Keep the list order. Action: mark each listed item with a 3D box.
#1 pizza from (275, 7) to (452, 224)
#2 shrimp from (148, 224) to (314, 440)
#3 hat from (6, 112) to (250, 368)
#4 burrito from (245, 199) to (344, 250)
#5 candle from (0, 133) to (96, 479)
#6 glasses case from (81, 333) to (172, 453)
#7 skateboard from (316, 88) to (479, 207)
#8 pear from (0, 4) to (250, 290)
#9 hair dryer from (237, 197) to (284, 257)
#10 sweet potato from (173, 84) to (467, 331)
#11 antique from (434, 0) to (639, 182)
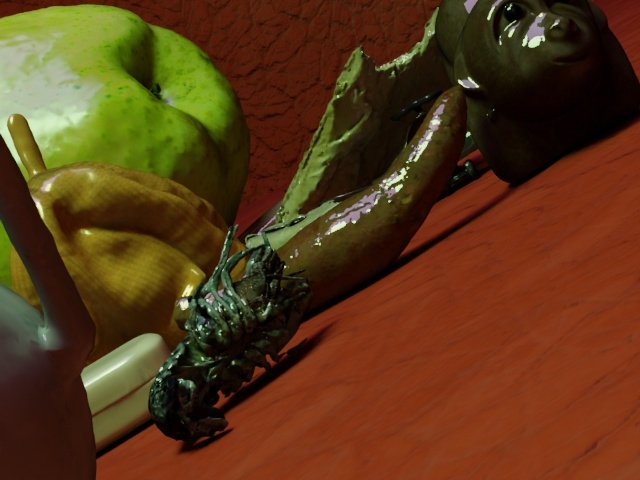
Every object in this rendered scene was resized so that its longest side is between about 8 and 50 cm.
[{"bbox_3d":[0.061,-0.096,1.235,0.181,0.034,0.262,-18,-32,-28],"label":"pizza"},{"bbox_3d":[-0.060,0.054,0.817,0.076,0.082,0.174,-23,16,31],"label":"shrimp"},{"bbox_3d":[-0.179,0.008,1.093,0.233,0.233,0.244,-34,6,-35],"label":"hat"},{"bbox_3d":[0.000,0.000,1.127,0.149,0.055,0.041,-21,-31,36],"label":"burrito"},{"bbox_3d":[-0.192,0.103,0.373,0.342,0.221,0.221,-27,5,6],"label":"candle"},{"bbox_3d":[-0.180,0.129,0.950,0.196,0.050,0.083,-31,7,-2],"label":"glasses case"},{"bbox_3d":[0.066,-0.062,1.174,0.151,0.080,0.067,-30,1,-1],"label":"skateboard"},{"bbox_3d":[-0.249,-0.059,1.434,0.391,0.391,0.391,-31,5,3],"label":"pear"},{"bbox_3d":[-0.061,0.013,1.471,0.106,0.054,0.154,-38,-4,-13],"label":"hair dryer"},{"bbox_3d":[0.014,-0.001,0.968,0.255,0.078,0.058,-39,-37,9],"label":"sweet potato"},{"bbox_3d":[0.150,-0.134,1.051,0.121,0.143,0.257,-29,8,8],"label":"antique"}]
